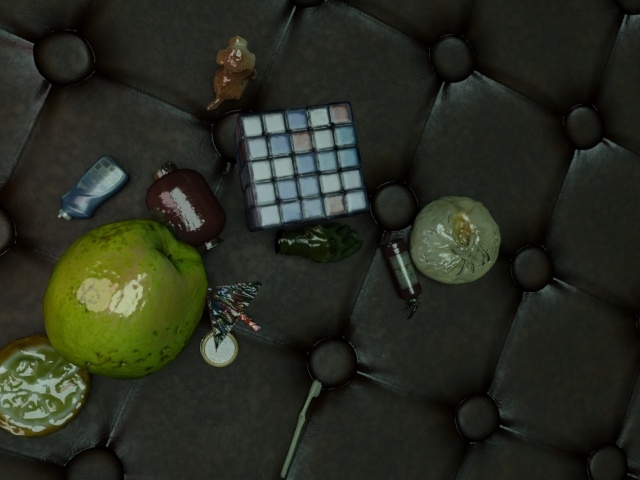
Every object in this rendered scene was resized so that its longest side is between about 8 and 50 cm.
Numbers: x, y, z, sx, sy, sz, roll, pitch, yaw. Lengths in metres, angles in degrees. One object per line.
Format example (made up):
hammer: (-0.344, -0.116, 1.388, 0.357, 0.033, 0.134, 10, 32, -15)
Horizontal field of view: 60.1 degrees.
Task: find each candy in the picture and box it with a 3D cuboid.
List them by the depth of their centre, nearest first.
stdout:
candy: (-0.714, 0.365, 1.397, 0.260, 0.118, 0.259, 0, 91, -15)

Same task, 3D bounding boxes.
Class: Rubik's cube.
Rubik's cube: (-0.063, -0.183, 1.459, 0.293, 0.292, 0.286, -10, 91, -10)

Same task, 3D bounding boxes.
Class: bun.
bun: (0.407, -0.001, 1.632, 0.288, 0.146, 0.287, 0, 89, -15)

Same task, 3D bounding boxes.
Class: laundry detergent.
laundry detergent: (-0.604, -0.127, 1.454, 0.206, 0.061, 0.096, -46, 100, -9)

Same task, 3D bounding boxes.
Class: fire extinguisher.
fire extinguisher: (0.238, 0.115, 1.627, 0.099, 0.071, 0.231, -22, 94, -30)

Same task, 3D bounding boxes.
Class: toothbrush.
toothbrush: (-0.061, 0.537, 1.583, 0.028, 0.026, 0.294, 27, 83, -26)

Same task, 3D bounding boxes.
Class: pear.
pear: (-0.455, 0.128, 1.323, 0.392, 0.391, 0.390, 0, 89, -12)

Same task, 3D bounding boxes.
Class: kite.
kite: (-0.248, 0.195, 1.535, 0.189, 0.009, 0.232, 35, 70, 3)

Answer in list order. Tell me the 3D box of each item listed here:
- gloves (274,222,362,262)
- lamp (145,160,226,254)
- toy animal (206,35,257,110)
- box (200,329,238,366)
gloves: (0.001, 0.009, 1.556, 0.268, 0.107, 0.135, -5, 131, -26)
lamp: (-0.359, -0.083, 1.458, 0.180, 0.180, 0.258, -32, 95, -11)
toy animal: (-0.244, -0.437, 1.474, 0.104, 0.185, 0.183, 37, 82, -11)
box: (-0.279, 0.296, 1.532, 0.106, 0.037, 0.105, 0, 88, -12)
